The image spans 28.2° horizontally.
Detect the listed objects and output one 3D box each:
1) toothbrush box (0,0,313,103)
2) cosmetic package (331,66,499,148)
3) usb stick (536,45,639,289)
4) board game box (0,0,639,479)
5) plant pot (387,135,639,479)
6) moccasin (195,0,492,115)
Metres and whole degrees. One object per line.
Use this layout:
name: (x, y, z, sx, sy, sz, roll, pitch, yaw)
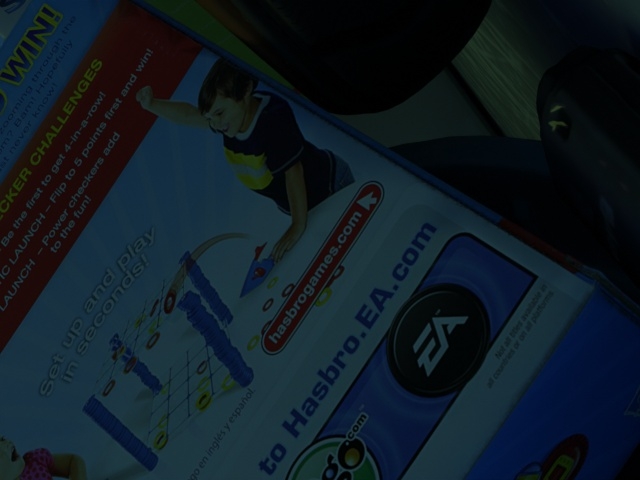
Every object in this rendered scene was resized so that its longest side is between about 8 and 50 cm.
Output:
toothbrush box: (-0.083, -0.176, 0.751, 0.122, 0.206, 0.283, 57, -174, 27)
cosmetic package: (0.000, 0.000, 1.109, 0.327, 0.329, 0.393, 55, -177, 4)
usb stick: (0.142, 0.048, 0.325, 0.077, 0.045, 0.278, 48, -172, -51)
board game box: (-0.078, 0.083, 0.479, 0.302, 0.308, 0.086, 36, -177, 41)
plant pot: (0.105, 0.175, 0.591, 0.334, 0.341, 0.341, 35, -162, -52)
moccasin: (-0.073, -0.199, 0.421, 0.380, 0.139, 0.147, 38, -175, -42)
